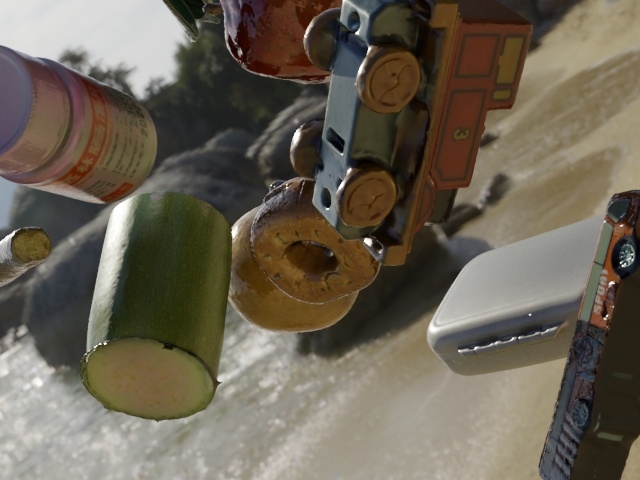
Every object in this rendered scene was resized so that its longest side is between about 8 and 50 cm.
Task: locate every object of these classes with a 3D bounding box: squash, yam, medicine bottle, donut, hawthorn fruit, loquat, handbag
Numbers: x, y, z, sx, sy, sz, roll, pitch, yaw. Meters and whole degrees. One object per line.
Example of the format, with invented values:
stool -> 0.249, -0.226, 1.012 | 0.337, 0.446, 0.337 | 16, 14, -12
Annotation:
squash -> -0.309, 0.121, 2.086 | 0.263, 0.263, 0.384 | -28, 40, 29
yam -> -0.582, 0.039, 1.997 | 0.081, 0.081, 0.357 | -36, 9, -31
medicine bottle -> -0.459, -0.193, 1.849 | 0.219, 0.219, 0.388 | -30, -16, 13
donut -> -0.002, -0.001, 1.701 | 0.227, 0.226, 0.114 | -26, 30, 38
hawthorn fruit -> -0.041, -0.385, 1.749 | 0.300, 0.275, 0.275 | -3, 8, -1
medicine bottle -> 0.355, 0.086, 1.720 | 0.375, 0.123, 0.282 | -22, 24, 45
loquat -> -0.073, 0.039, 2.412 | 0.328, 0.359, 0.328 | -5, 24, 2
handbag -> -0.327, -0.558, 2.169 | 0.100, 0.274, 0.269 | -39, -28, 2

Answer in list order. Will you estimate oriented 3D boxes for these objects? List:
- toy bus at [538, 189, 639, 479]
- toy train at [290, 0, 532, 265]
toy bus -> 0.376, 0.135, 1.381 | 0.093, 0.408, 0.092 | 9, 10, -22
toy train -> 0.104, -0.160, 1.250 | 0.232, 0.369, 0.163 | -5, 31, -24
